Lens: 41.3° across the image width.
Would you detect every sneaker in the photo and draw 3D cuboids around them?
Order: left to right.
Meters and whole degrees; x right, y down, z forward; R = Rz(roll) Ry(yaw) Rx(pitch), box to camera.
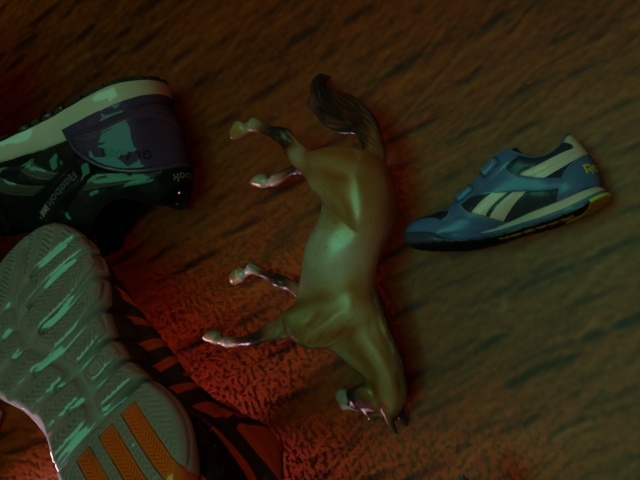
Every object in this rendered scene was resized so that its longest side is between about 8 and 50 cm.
[{"bbox_3d":[-0.240,-0.032,0.758,0.283,0.107,0.124,-23,82,24],"label":"sneaker"},{"bbox_3d":[-0.146,0.123,0.666,0.124,0.180,0.321,-43,49,2],"label":"sneaker"},{"bbox_3d":[0.125,-0.029,0.598,0.144,0.053,0.059,-18,79,16],"label":"sneaker"}]

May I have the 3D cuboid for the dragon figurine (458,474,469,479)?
[{"bbox_3d":[0.098,0.254,0.540,0.144,0.085,0.289,-52,45,7],"label":"dragon figurine"}]

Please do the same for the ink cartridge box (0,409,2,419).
[{"bbox_3d":[-0.486,0.161,0.806,0.283,0.207,0.117,23,96,26],"label":"ink cartridge box"}]

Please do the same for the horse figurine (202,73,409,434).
[{"bbox_3d":[0.000,0.000,0.652,0.175,0.066,0.263,11,94,33],"label":"horse figurine"}]
